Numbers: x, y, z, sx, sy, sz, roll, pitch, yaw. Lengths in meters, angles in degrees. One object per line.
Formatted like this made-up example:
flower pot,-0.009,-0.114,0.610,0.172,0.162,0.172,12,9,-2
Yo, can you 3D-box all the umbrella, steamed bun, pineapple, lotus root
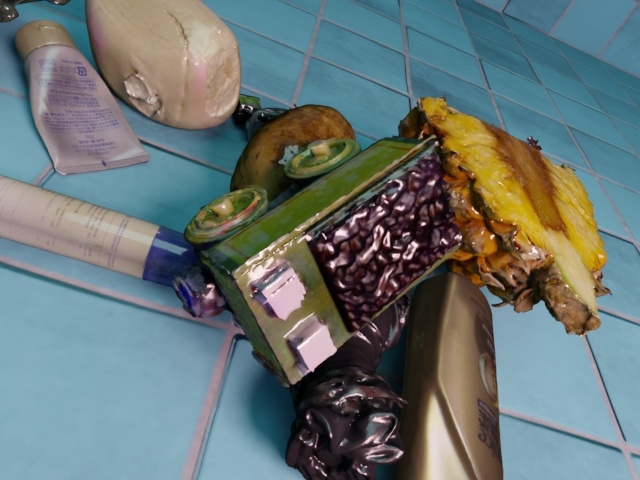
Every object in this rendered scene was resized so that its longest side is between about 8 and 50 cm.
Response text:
umbrella,0.026,0.105,0.486,0.272,0.122,0.110,-76,144,-53
steamed bun,-0.232,-0.256,0.680,0.238,0.170,0.152,35,60,7
pineapple,0.210,0.018,0.636,0.344,0.209,0.286,16,51,-30
lotus root,-0.036,-0.086,0.614,0.128,0.145,0.260,26,37,7

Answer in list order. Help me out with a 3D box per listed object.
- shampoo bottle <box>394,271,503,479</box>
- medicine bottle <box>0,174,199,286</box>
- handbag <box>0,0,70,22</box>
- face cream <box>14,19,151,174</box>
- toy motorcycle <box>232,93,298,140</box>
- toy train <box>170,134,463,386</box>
shampoo bottle,0.121,0.184,0.457,0.125,0.084,0.350,50,34,-23
medicine bottle,-0.218,-0.003,0.492,0.231,0.059,0.059,19,41,-11
handbag,-0.473,-0.325,0.620,0.260,0.079,0.247,6,41,3
face cream,-0.317,-0.176,0.631,0.114,0.070,0.224,-19,71,-40
toy motorcycle,-0.047,-0.183,0.781,0.173,0.058,0.100,3,40,-24
toy train,0.000,0.000,0.452,0.261,0.134,0.177,-35,33,-22
